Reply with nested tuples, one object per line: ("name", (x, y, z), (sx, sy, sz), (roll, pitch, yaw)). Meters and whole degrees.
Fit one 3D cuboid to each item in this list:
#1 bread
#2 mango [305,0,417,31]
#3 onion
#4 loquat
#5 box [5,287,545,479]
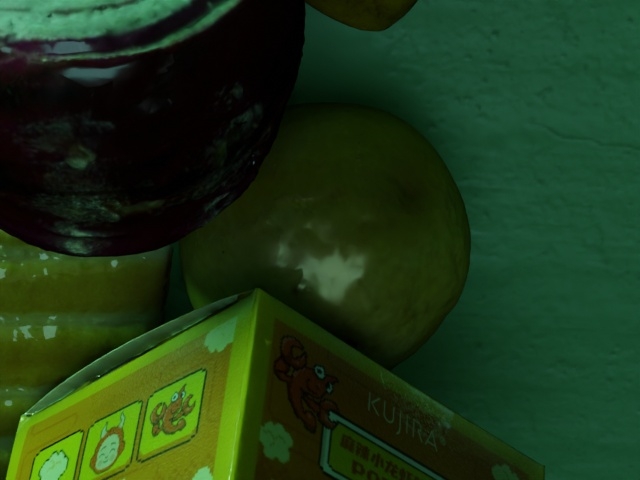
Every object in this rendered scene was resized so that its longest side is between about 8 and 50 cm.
("bread", (-0.226, 0.066, 1.264), (0.246, 0.111, 0.239), (0, 120, -15))
("mango", (0.015, -0.241, 1.172), (0.141, 0.102, 0.217), (-26, 119, -14))
("onion", (-0.155, -0.142, 1.122), (0.282, 0.336, 0.260), (-35, 151, -23))
("loquat", (0.000, 0.000, 1.235), (0.208, 0.208, 0.208), (0, 115, 1))
("box", (-0.036, 0.212, 1.177), (0.283, 0.214, 0.259), (33, 134, -32))
